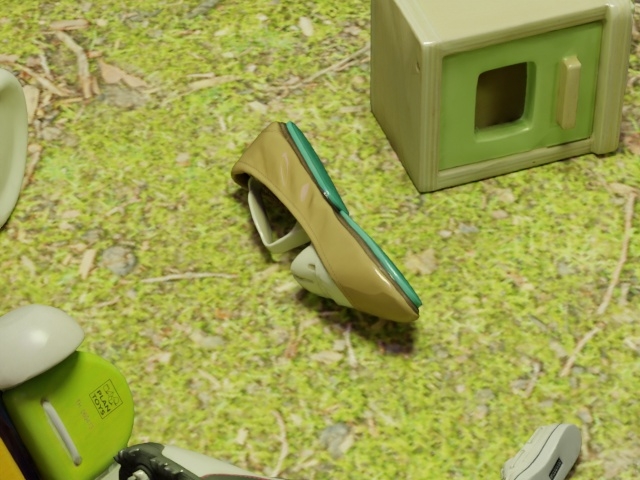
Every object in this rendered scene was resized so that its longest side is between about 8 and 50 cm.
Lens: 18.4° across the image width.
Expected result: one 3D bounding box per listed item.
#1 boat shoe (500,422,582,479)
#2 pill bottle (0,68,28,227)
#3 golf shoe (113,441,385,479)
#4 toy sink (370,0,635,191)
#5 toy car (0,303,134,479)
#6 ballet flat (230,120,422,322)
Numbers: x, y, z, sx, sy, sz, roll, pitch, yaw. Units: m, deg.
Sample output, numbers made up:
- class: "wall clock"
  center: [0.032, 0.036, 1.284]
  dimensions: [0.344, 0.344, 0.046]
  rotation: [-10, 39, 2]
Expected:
- class: "boat shoe"
  center: [0.139, 0.160, 1.335]
  dimensions: [0.035, 0.035, 0.100]
  rotation: [-2, 39, 42]
- class: "pill bottle"
  center: [-0.354, -0.080, 1.531]
  dimensions: [0.229, 0.131, 0.131]
  rotation: [7, 44, 9]
- class: "golf shoe"
  center: [-0.006, 0.194, 1.228]
  dimensions: [0.273, 0.105, 0.120]
  rotation: [26, 39, 26]
- class: "toy sink"
  center: [0.169, -0.152, 1.579]
  dimensions: [0.234, 0.152, 0.131]
  rotation: [-13, 44, -14]
- class: "toy car"
  center: [-0.211, 0.140, 1.304]
  dimensions: [0.182, 0.159, 0.136]
  rotation: [-36, 16, -31]
- class: "ballet flat"
  center: [0.000, 0.000, 1.493]
  dimensions: [0.073, 0.080, 0.232]
  rotation: [-37, 45, 3]
